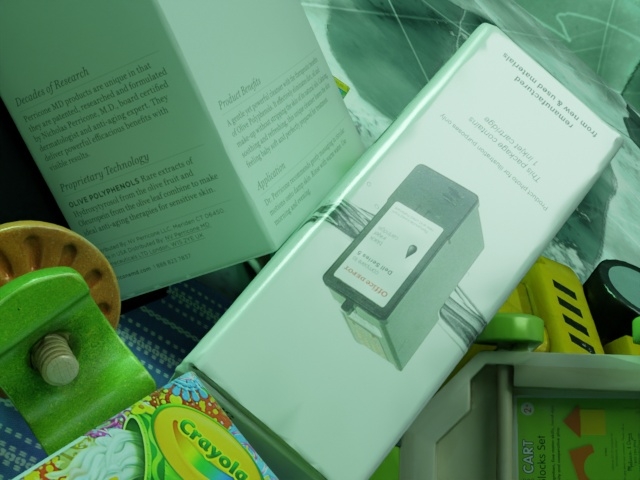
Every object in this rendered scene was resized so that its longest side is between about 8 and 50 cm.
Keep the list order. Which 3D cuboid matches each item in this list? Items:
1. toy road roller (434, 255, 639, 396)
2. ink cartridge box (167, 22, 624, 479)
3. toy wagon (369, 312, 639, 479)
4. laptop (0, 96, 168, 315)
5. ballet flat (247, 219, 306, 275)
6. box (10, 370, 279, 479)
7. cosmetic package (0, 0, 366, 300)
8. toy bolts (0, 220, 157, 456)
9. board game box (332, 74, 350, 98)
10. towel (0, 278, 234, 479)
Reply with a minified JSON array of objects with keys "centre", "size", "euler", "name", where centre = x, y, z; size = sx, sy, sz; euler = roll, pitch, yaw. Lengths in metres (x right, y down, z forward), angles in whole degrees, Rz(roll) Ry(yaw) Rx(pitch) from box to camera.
[{"centre":[0.188,0.148,0.877],"size":[0.240,0.203,0.330],"euler":[20,33,-13],"name":"toy road roller"},{"centre":[0.034,0.026,0.626],"size":[0.114,0.198,0.273],"euler":[41,70,0],"name":"ink cartridge box"},{"centre":[0.150,0.186,0.706],"size":[0.068,0.344,0.267],"euler":[42,49,-73],"name":"toy wagon"},{"centre":[-0.355,-0.092,0.646],"size":[0.407,0.237,0.382],"euler":[19,20,24],"name":"laptop"},{"centre":[0.000,0.000,0.902],"size":[0.139,0.139,0.400],"euler":[22,29,-34],"name":"ballet flat"},{"centre":[-0.084,0.254,0.365],"size":[0.290,0.177,0.279],"euler":[50,38,10],"name":"box"},{"centre":[-0.126,-0.171,0.687],"size":[0.366,0.155,0.197],"euler":[65,30,-13],"name":"cosmetic package"},{"centre":[-0.228,0.020,0.500],"size":[0.158,0.218,0.229],"euler":[31,-30,56],"name":"toy bolts"},{"centre":[-0.058,-0.199,1.096],"size":[0.141,0.048,0.170],"euler":[32,7,-23],"name":"board game box"},{"centre":[-0.134,0.122,0.666],"size":[0.243,0.040,0.336],"euler":[33,29,-16],"name":"towel"}]
